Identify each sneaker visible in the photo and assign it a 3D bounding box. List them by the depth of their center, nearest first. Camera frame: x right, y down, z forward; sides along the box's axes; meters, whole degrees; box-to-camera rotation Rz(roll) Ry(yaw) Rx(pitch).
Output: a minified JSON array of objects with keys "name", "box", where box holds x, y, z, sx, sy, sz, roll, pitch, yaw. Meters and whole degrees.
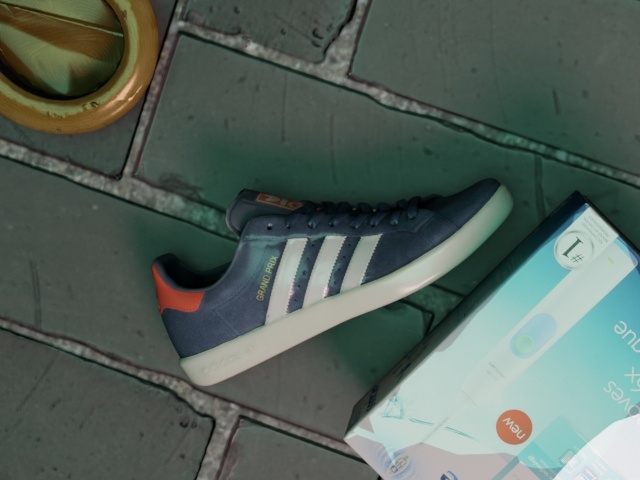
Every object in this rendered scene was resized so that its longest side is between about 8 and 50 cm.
[{"name":"sneaker","box":[0.000,0.000,1.552,0.350,0.131,0.148,-26,95,10]}]

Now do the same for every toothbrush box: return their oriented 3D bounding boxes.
[{"name":"toothbrush box","box":[0.198,0.136,1.485,0.295,0.126,0.216,-44,91,9]}]

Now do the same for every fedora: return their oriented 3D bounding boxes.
[{"name":"fedora","box":[-0.245,-0.193,1.600,0.194,0.079,0.194,0,97,2]}]
